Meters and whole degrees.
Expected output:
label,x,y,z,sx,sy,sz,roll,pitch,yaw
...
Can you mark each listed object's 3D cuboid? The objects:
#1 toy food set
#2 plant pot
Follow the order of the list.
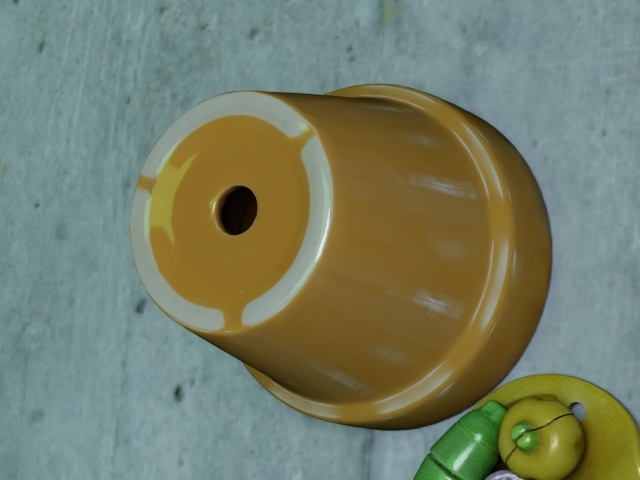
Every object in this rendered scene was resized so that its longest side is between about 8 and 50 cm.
label,x,y,z,sx,sy,sz,roll,pitch,yaw
toy food set,0.088,0.171,0.824,0.128,0.071,0.218,40,103,30
plant pot,0.000,0.000,0.839,0.205,0.188,0.205,-6,78,30
